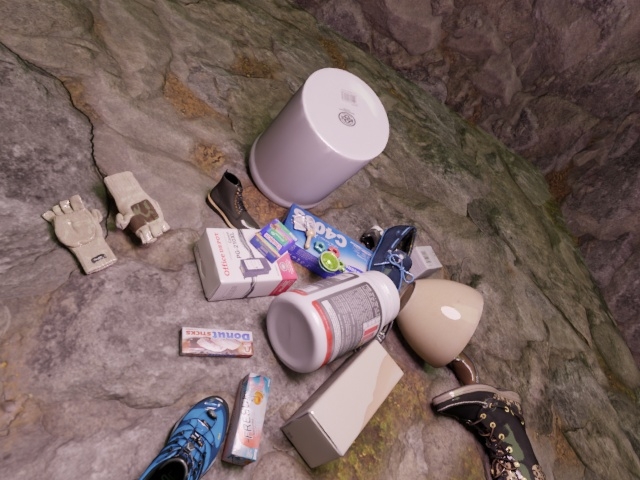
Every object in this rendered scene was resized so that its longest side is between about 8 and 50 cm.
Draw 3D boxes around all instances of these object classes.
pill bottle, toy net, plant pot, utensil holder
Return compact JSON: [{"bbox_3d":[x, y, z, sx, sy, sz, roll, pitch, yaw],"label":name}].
[{"bbox_3d":[0.050,0.204,1.154,0.363,0.210,0.210,-13,65,-44],"label":"pill bottle"},{"bbox_3d":[0.000,0.000,1.302,0.122,0.045,0.232,-13,66,-42],"label":"toy net"},{"bbox_3d":[0.350,0.233,1.333,0.191,0.284,0.284,31,41,0],"label":"plant pot"},{"bbox_3d":[-0.013,-0.312,1.356,0.328,0.385,0.327,10,69,-28],"label":"utensil holder"}]

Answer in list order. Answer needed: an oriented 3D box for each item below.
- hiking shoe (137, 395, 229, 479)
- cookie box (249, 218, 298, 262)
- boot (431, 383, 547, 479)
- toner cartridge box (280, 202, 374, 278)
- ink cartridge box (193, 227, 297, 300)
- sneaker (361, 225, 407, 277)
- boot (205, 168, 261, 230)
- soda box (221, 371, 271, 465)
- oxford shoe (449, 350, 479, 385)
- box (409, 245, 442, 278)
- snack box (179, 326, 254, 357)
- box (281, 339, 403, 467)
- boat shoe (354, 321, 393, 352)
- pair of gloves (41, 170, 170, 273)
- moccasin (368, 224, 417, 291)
[{"bbox_3d":[-0.254,0.419,0.783,0.113,0.132,0.304,39,40,-5],"label":"hiking shoe"},{"bbox_3d":[-0.128,0.000,1.163,0.092,0.040,0.107,45,39,0],"label":"cookie box"},{"bbox_3d":[0.518,0.597,1.255,0.378,0.138,0.284,20,45,-33],"label":"boot"},{"bbox_3d":[0.019,0.034,1.380,0.348,0.075,0.165,31,44,-14],"label":"toner cartridge box"},{"bbox_3d":[-0.207,0.062,1.154,0.237,0.100,0.172,0,55,-39],"label":"ink cartridge box"},{"bbox_3d":[0.227,0.053,1.536,0.106,0.078,0.234,-17,66,-39],"label":"sneaker"},{"bbox_3d":[-0.241,-0.105,1.244,0.198,0.137,0.077,38,41,-7],"label":"boot"},{"bbox_3d":[-0.163,0.396,0.930,0.058,0.063,0.183,26,43,-20],"label":"soda box"},{"bbox_3d":[0.453,0.405,1.410,0.096,0.082,0.227,8,39,-31],"label":"oxford shoe"},{"bbox_3d":[0.398,0.086,1.630,0.102,0.087,0.101,-2,57,-41],"label":"box"},{"bbox_3d":[-0.251,0.250,1.017,0.178,0.022,0.064,12,48,-31],"label":"snack box"},{"bbox_3d":[0.063,0.400,1.048,0.121,0.148,0.311,50,42,8],"label":"box"},{"bbox_3d":[0.169,0.286,1.290,0.075,0.065,0.206,45,40,3],"label":"boat shoe"},{"bbox_3d":[-0.516,-0.049,1.024,0.240,0.042,0.204,-38,86,-34],"label":"pair of gloves"},{"bbox_3d":[0.245,0.063,1.387,0.137,0.117,0.342,46,45,-32],"label":"moccasin"}]
